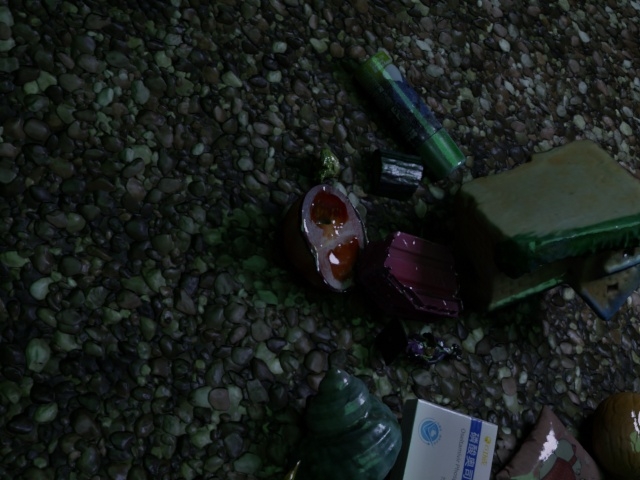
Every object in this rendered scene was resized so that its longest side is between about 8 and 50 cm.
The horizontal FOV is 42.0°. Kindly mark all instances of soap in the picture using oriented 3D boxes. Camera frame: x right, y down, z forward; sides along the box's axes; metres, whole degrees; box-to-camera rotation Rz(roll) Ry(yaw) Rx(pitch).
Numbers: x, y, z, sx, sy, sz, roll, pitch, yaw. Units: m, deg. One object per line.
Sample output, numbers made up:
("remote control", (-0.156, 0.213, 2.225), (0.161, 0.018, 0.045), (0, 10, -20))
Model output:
("soap", (0.188, 0.075, 1.759), (0.250, 0.099, 0.162), (17, 65, -43))

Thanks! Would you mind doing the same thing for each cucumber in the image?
("cucumber", (0.179, -0.158, 1.922), (0.115, 0.062, 0.116), (10, 64, -20))

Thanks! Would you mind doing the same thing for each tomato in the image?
("tomato", (0.000, 0.000, 1.730), (0.199, 0.112, 0.228), (-28, 102, -48))

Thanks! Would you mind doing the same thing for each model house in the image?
("model house", (0.507, 0.024, 1.845), (0.382, 0.342, 0.334), (-15, 41, -11))

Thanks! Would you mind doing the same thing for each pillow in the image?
("pillow", (0.504, 0.507, 1.798), (0.223, 0.084, 0.236), (49, 52, -2))

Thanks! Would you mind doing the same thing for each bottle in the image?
("bottle", (0.213, -0.293, 1.974), (0.093, 0.093, 0.330), (-38, 90, -33))

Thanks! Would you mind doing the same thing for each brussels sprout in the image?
("brussels sprout", (0.011, -0.158, 1.831), (0.058, 0.085, 0.085), (32, 58, -3))

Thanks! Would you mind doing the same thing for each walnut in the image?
("walnut", (0.693, 0.442, 1.877), (0.167, 0.167, 0.207), (23, 59, -17))

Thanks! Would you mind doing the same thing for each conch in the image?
("conch", (0.045, 0.371, 1.580), (0.220, 0.195, 0.277), (-4, 97, 1))

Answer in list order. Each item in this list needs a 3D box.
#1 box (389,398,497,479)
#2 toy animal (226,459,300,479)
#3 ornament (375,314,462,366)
("box", (0.229, 0.506, 1.643), (0.200, 0.065, 0.343), (22, 69, -19))
("toy animal", (-0.081, 0.473, 1.510), (0.219, 0.095, 0.155), (25, 55, 19))
("ornament", (0.219, 0.223, 1.783), (0.203, 0.088, 0.081), (11, 40, -37))
